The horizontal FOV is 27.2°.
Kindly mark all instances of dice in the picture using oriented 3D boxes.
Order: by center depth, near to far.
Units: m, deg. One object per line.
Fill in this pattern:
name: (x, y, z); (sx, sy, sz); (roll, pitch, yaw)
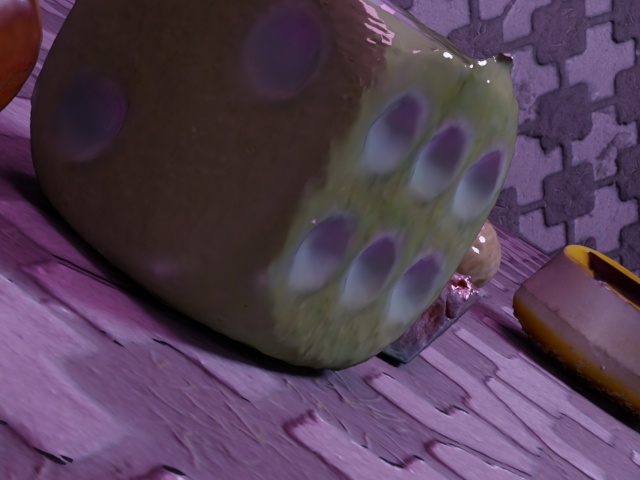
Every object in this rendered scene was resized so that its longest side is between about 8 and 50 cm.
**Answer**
dice: (-0.030, -0.077, 0.930); (0.250, 0.254, 0.252); (35, 9, 30)

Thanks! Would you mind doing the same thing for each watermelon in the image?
watermelon: (0.063, 0.056, 1.128); (0.180, 0.094, 0.081); (9, 24, -34)

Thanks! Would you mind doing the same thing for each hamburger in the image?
hamburger: (0.387, 0.134, 1.704); (0.295, 0.151, 0.227); (40, 15, 9)

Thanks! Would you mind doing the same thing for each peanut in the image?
peanut: (0.112, -0.018, 1.576); (0.224, 0.129, 0.129); (34, 8, -14)

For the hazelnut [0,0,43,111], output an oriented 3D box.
hazelnut: (-0.251, -0.127, 0.663); (0.214, 0.176, 0.214); (7, 24, -3)
